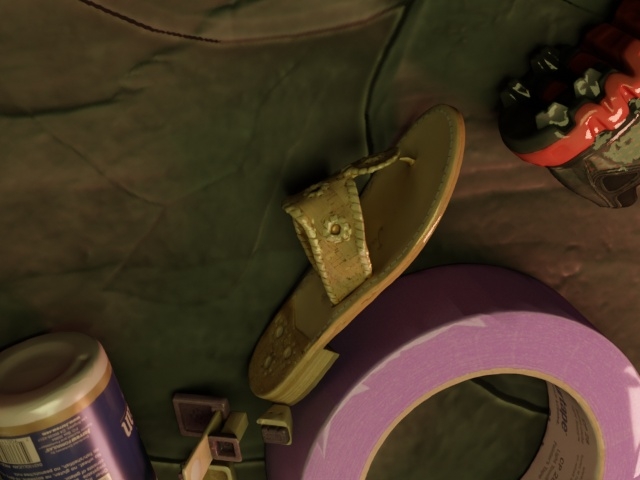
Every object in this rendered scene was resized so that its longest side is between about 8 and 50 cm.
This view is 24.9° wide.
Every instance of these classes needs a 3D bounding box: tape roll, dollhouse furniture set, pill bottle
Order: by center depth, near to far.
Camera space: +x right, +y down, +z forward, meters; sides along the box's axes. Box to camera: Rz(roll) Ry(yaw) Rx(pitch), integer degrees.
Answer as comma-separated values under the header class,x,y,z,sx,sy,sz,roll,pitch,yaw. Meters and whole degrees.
class,x,y,z,sx,sy,sz,roll,pitch,yaw
pill bottle,-0.162,0.153,0.969,0.094,0.094,0.169,-22,117,-9
dollhouse furniture set,-0.065,0.178,1.001,0.091,0.081,0.114,3,124,18
tape roll,0.102,0.159,1.062,0.275,0.090,0.274,-7,115,-16

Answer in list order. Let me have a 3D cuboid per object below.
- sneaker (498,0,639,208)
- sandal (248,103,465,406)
class,x,y,z,sx,sy,sz,roll,pitch,yaw
sneaker,0.256,-0.128,0.986,0.276,0.097,0.135,-43,118,5
sandal,0.002,0.003,0.963,0.079,0.088,0.240,23,108,-31
